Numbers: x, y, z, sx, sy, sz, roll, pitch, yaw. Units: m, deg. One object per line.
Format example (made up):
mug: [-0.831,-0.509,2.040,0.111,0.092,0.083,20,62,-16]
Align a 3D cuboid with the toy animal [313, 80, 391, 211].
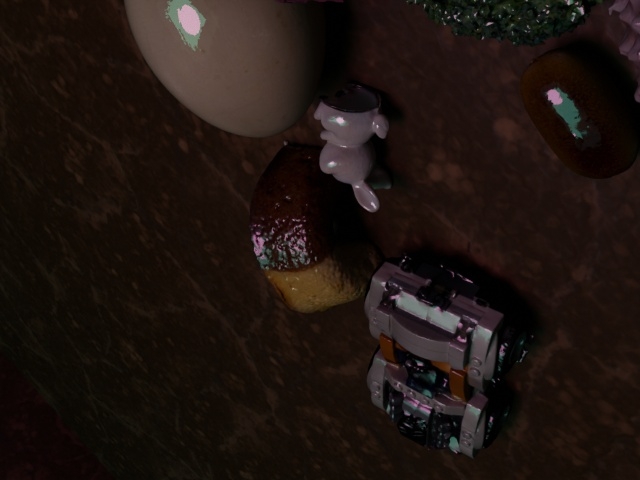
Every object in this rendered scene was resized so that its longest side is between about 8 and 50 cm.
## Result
toy animal: [0.037,-0.103,0.901,0.085,0.071,0.124,14,126,13]

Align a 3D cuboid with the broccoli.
broccoli: [0.139,-0.244,0.608,0.219,0.194,0.194,51,152,39]

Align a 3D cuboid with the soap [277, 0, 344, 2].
soap: [-0.039,-0.349,0.643,0.112,0.182,0.289,10,92,44]

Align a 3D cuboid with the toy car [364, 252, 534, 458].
toy car: [0.142,0.154,0.999,0.193,0.118,0.301,25,140,25]

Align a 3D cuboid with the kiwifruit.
kiwifruit: [0.221,-0.109,0.704,0.124,0.075,0.075,48,144,-8]

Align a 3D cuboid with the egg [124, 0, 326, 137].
egg: [-0.089,-0.217,0.820,0.188,0.188,0.253,10,134,40]

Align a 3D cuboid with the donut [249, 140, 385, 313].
donut: [0.000,0.002,0.996,0.085,0.141,0.217,-5,124,39]

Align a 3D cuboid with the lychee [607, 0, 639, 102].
lychee: [0.302,-0.129,0.435,0.300,0.300,0.300,27,140,26]
